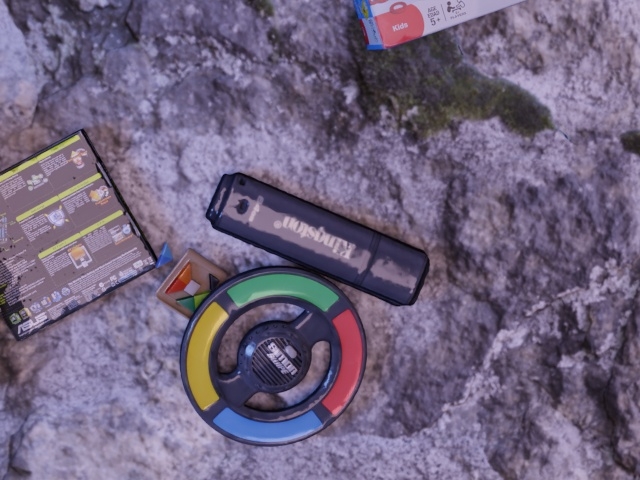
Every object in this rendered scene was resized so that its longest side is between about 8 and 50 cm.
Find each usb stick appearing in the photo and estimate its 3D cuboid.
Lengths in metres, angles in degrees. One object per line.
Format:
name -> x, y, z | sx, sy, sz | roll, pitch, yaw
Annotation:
usb stick -> 0.000, 0.000, 1.383 | 0.278, 0.045, 0.077 | 23, 96, -11

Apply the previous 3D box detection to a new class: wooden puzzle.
wooden puzzle -> -0.151, 0.054, 1.364 | 0.116, 0.014, 0.078 | 29, 90, -36

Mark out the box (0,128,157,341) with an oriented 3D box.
box -> -0.314, -0.006, 1.336 | 0.190, 0.045, 0.184 | -29, 100, -2

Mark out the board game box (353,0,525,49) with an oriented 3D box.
board game box -> 0.158, -0.410, 1.315 | 0.308, 0.086, 0.302 | -20, 102, -5

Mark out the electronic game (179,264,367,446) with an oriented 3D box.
electronic game -> -0.055, 0.141, 1.390 | 0.229, 0.048, 0.229 | -3, 104, -11
